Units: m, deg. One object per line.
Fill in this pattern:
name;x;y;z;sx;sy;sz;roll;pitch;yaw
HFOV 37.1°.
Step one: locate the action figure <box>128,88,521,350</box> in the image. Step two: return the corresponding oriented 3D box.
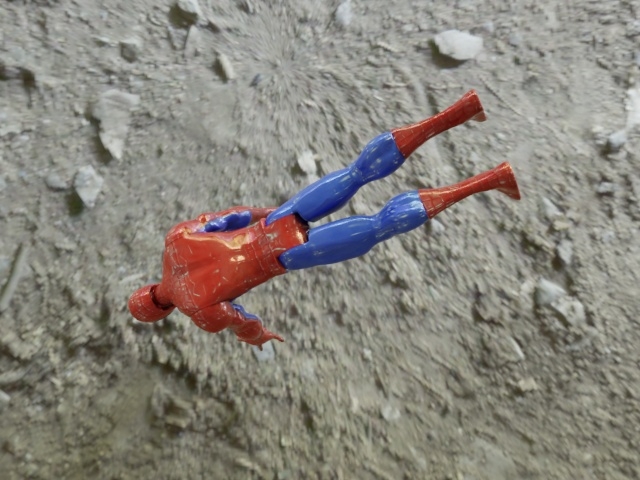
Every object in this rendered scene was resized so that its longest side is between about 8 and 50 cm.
action figure;0.000;0.000;0.680;0.280;0.139;0.092;-23;75;10
